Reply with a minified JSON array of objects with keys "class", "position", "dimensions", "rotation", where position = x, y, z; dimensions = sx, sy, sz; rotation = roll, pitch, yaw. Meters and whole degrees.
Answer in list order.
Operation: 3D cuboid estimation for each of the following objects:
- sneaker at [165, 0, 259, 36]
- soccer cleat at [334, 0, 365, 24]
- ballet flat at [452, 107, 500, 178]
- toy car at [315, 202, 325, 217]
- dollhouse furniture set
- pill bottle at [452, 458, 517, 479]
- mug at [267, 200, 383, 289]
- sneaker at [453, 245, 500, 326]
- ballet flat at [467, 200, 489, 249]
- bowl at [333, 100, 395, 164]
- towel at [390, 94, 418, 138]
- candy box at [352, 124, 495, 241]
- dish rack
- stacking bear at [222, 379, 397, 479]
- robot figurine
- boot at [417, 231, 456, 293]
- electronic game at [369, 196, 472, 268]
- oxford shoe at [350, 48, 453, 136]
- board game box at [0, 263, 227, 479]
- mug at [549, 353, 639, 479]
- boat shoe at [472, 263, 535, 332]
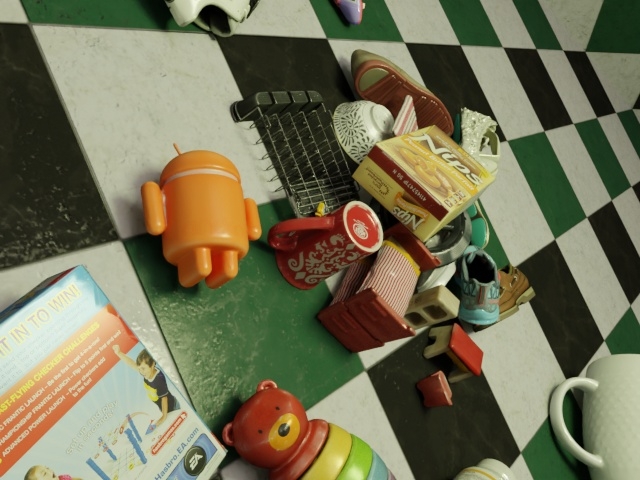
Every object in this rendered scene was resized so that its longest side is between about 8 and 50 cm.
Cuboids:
[{"class":"sneaker","position":[-0.180,-0.467,1.101],"dimensions":[0.330,0.122,0.147],"rotation":[-30,109,-49]},{"class":"soccer cleat","position":[0.037,-0.652,1.433],"dimensions":[0.095,0.083,0.248],"rotation":[-15,84,-17]},{"class":"ballet flat","position":[0.393,-0.212,1.459],"dimensions":[0.147,0.147,0.409],"rotation":[43,42,-20]},{"class":"toy car","position":[0.045,-0.036,1.053],"dimensions":[0.122,0.060,0.041],"rotation":[43,56,-47]},{"class":"dollhouse furniture set","position":[0.192,0.169,1.084],"dimensions":[0.374,0.152,0.201],"rotation":[45,45,-17]},{"class":"pill bottle","position":[0.274,0.485,1.026],"dimensions":[0.208,0.117,0.118],"rotation":[-21,84,-48]},{"class":"mug","position":[0.005,0.009,0.973],"dimensions":[0.150,0.169,0.113],"rotation":[-9,76,-47]},{"class":"sneaker","position":[0.353,0.067,1.246],"dimensions":[0.262,0.103,0.125],"rotation":[-76,167,-60]},{"class":"ballet flat","position":[0.407,-0.053,1.484],"dimensions":[0.052,0.057,0.169],"rotation":[14,60,-50]},{"class":"bowl","position":[0.117,-0.255,1.287],"dimensions":[0.170,0.080,0.170],"rotation":[23,54,-35]},{"class":"towel","position":[0.198,-0.214,1.318],"dimensions":[0.144,0.029,0.197],"rotation":[-65,147,-41]},{"class":"candy box","position":[0.216,-0.126,1.132],"dimensions":[0.183,0.088,0.316],"rotation":[45,34,11]},{"class":"dish rack","position":[-0.034,-0.165,1.103],"dimensions":[0.208,0.074,0.272],"rotation":[-18,84,-46]},{"class":"stacking bear","position":[-0.004,0.328,0.811],"dimensions":[0.289,0.164,0.175],"rotation":[44,70,-4]},{"class":"robot figurine","position":[-0.174,-0.040,0.858],"dimensions":[0.157,0.128,0.220],"rotation":[-9,70,-1]},{"class":"boot","position":[0.240,0.021,1.271],"dimensions":[0.123,0.095,0.258],"rotation":[41,42,-4]},{"class":"electronic game","position":[0.214,-0.042,1.228],"dimensions":[0.229,0.048,0.230],"rotation":[4,58,-7]},{"class":"oxford shoe","position":[0.207,-0.356,1.403],"dimensions":[0.348,0.123,0.130],"rotation":[32,31,-40]},{"class":"board game box","position":[-0.288,0.237,0.595],"dimensions":[0.302,0.086,0.308],"rotation":[59,41,-17]},{"class":"mug","position":[0.751,0.476,1.417],"dimensions":[0.373,0.276,0.328],"rotation":[22,57,2]},{"class":"boat shoe","position":[0.416,0.133,1.367],"dimensions":[0.307,0.110,0.105],"rotation":[-16,77,-57]}]
